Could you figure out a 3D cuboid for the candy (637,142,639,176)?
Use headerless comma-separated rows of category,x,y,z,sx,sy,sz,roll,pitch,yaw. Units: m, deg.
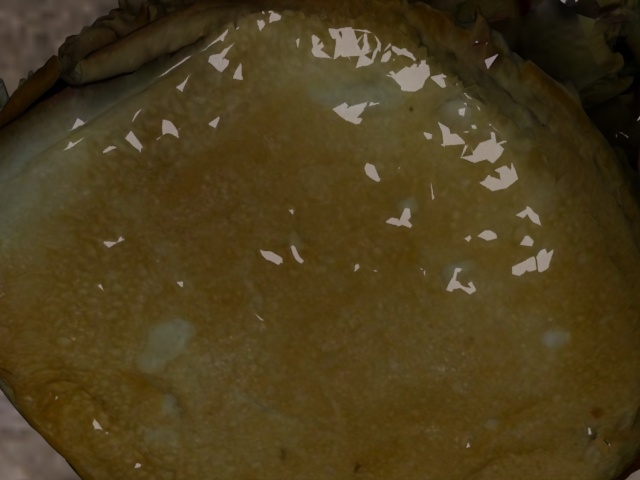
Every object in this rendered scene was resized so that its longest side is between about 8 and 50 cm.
candy,0.196,-0.010,0.350,0.289,0.157,0.214,19,110,-25

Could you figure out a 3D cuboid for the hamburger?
hamburger,0.000,0.000,0.433,0.185,0.131,0.159,-24,110,22
